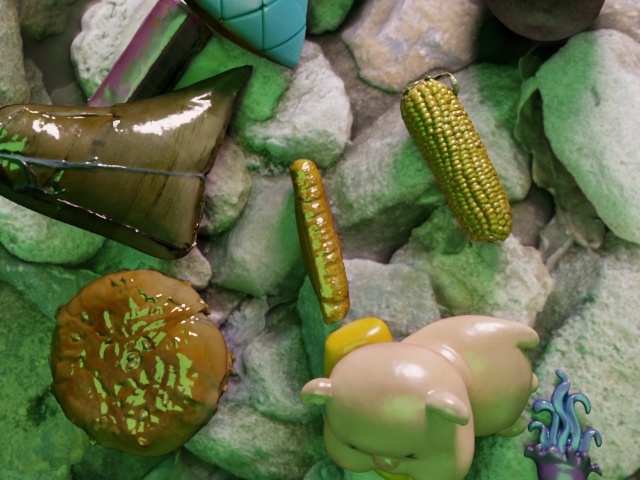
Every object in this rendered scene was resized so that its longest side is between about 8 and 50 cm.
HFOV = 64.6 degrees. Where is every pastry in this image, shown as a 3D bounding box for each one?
[{"bbox_3d":[-0.296,0.199,0.866,0.316,0.184,0.284,44,89,11],"label":"pastry"}]

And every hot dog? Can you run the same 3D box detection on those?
[{"bbox_3d":[0.000,0.000,0.873,0.068,0.083,0.289,-10,85,-8],"label":"hot dog"}]

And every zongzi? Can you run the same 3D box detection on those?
[{"bbox_3d":[-0.326,-0.197,0.836,0.174,0.356,0.392,18,85,55],"label":"zongzi"}]

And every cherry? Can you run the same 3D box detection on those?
[{"bbox_3d":[0.355,-0.419,0.767,0.266,0.183,0.213,28,84,27],"label":"cherry"}]

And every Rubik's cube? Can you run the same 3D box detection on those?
[{"bbox_3d":[-0.084,-0.420,0.859,0.254,0.254,0.254,-1,87,12],"label":"Rubik's cube"}]

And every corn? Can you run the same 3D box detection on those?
[{"bbox_3d":[0.225,-0.129,0.823,0.106,0.106,0.293,-27,87,9],"label":"corn"}]

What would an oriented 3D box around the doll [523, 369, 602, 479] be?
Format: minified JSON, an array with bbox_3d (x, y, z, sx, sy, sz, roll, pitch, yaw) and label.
[{"bbox_3d":[0.377,0.308,0.786,0.110,0.067,0.205,4,77,26],"label":"doll"}]

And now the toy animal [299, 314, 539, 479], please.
[{"bbox_3d":[0.152,0.258,0.738,0.345,0.247,0.277,-4,88,11],"label":"toy animal"}]

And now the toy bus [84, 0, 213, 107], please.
[{"bbox_3d":[-0.321,-0.314,0.939,0.090,0.112,0.274,37,95,4],"label":"toy bus"}]
